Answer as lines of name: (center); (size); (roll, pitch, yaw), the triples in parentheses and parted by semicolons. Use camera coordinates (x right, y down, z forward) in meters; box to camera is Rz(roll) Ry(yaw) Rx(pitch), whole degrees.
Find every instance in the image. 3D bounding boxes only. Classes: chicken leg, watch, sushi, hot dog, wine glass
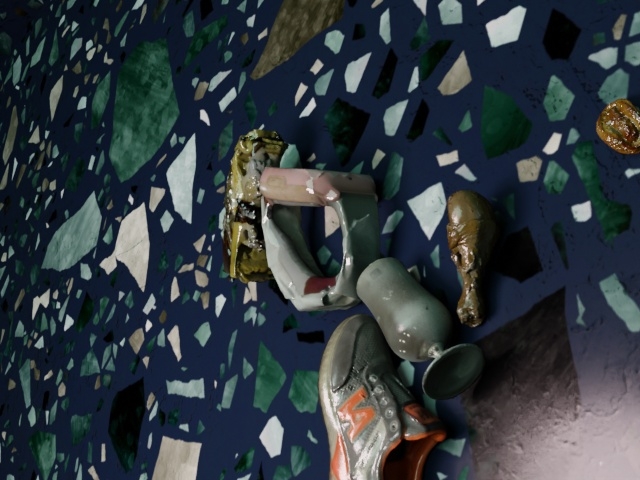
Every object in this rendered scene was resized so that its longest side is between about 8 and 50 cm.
chicken leg: (0.220, 0.027, 1.186); (0.069, 0.085, 0.198); (-1, 89, 25)
watch: (0.000, 0.000, 1.417); (0.253, 0.161, 0.241); (10, 97, 52)
sushi: (-0.107, -0.063, 1.566); (0.131, 0.139, 0.291); (11, 98, 57)
hot dog: (0.392, -0.148, 1.069); (0.058, 0.035, 0.083); (-48, 45, 23)
wine glass: (0.141, 0.122, 1.222); (0.103, 0.103, 0.231); (-57, 38, 19)

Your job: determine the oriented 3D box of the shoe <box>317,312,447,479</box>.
shoe: (0.101, 0.260, 1.209); (0.171, 0.132, 0.336); (-21, 64, 39)
